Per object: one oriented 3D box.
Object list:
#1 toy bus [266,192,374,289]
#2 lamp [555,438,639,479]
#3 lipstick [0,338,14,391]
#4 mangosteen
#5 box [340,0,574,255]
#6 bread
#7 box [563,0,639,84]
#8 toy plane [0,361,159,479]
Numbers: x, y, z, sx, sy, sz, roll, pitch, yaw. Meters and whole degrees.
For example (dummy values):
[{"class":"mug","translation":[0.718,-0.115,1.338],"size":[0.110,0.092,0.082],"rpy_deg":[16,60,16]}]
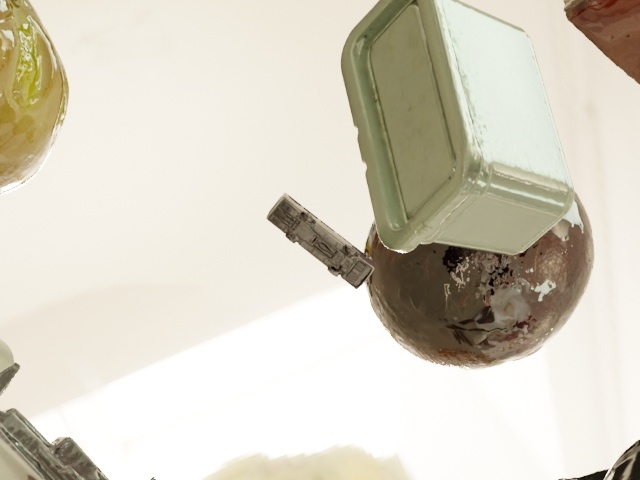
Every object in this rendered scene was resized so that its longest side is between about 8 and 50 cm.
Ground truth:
[{"class":"toy bus","translation":[0.000,0.000,2.021],"size":[0.131,0.037,0.052],"rpy_deg":[38,9,-6]},{"class":"lamp","translation":[0.302,0.303,1.556],"size":[0.205,0.272,0.374],"rpy_deg":[49,-36,-6]},{"class":"lipstick","translation":[-0.338,0.064,1.488],"size":[0.070,0.070,0.254],"rpy_deg":[65,8,31]},{"class":"mangosteen","translation":[0.203,0.036,2.309],"size":[0.297,0.297,0.293],"rpy_deg":[-122,-173,-71]},{"class":"box","translation":[0.160,-0.129,2.058],"size":[0.175,0.182,0.311],"rpy_deg":[-46,-138,40]},{"class":"bread","translation":[-0.343,-0.186,1.546],"size":[0.333,0.160,0.333],"rpy_deg":[40,-16,14]},{"class":"box","translation":[0.320,-0.323,1.159],"size":[0.122,0.344,0.385],"rpy_deg":[36,43,-33]},{"class":"toy plane","translation":[-0.132,0.132,0.961],"size":[0.234,0.082,0.160],"rpy_deg":[60,-19,-5]}]
